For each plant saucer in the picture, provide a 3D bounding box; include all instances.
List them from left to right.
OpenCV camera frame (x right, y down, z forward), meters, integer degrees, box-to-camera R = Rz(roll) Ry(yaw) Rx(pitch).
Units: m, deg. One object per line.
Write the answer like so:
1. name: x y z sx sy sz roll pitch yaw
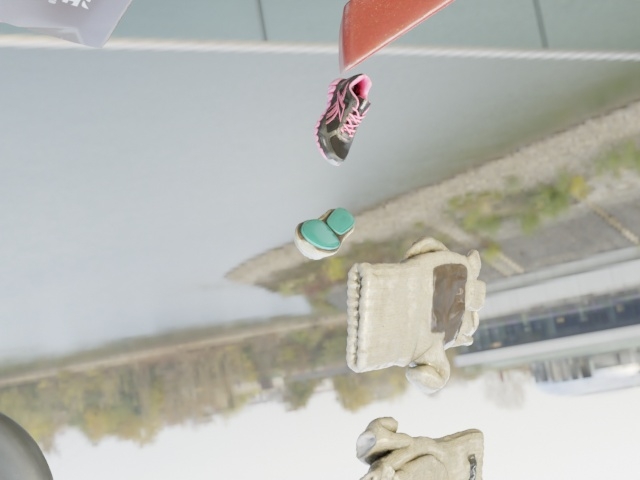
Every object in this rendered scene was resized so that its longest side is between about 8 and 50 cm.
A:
1. plant saucer: 0.115 -0.235 0.910 0.258 0.048 0.259 -33 -173 5

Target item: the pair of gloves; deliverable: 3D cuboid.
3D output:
1. pair of gloves: 0.067 0.118 0.776 0.042 0.240 0.204 5 -170 32

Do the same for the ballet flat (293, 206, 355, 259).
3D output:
1. ballet flat: 0.000 0.000 1.335 0.052 0.057 0.168 -46 172 23

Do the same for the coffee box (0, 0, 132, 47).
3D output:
1. coffee box: -0.108 -0.263 0.471 0.118 0.297 0.168 14 165 -22

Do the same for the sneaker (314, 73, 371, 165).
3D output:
1. sneaker: 0.031 -0.142 1.188 0.057 0.119 0.047 -16 143 43

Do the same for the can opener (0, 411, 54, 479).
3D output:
1. can opener: -0.210 0.240 0.772 0.095 0.283 0.076 -49 156 4
